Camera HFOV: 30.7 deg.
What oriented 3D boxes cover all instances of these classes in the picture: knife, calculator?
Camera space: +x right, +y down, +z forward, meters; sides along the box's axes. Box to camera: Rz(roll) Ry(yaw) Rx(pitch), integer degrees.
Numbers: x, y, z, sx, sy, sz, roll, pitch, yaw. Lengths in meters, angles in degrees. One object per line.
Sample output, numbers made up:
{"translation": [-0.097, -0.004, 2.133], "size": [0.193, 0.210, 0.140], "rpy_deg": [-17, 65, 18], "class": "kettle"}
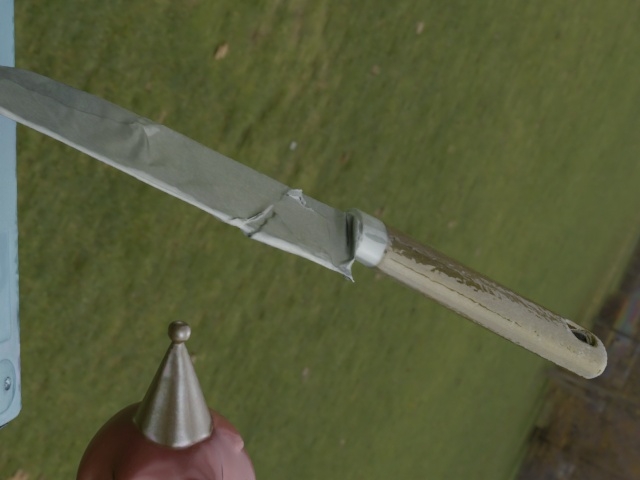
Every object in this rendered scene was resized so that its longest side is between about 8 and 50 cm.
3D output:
{"translation": [0.002, -0.002, 0.418], "size": [0.017, 0.298, 0.047], "rpy_deg": [-46, -147, 30], "class": "knife"}
{"translation": [-0.116, -0.017, 0.394], "size": [0.057, 0.018, 0.172], "rpy_deg": [-59, 151, -82], "class": "calculator"}

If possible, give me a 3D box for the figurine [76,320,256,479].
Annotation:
{"translation": [-0.115, 0.239, 0.946], "size": [0.207, 0.166, 0.386], "rpy_deg": [-125, -141, -72], "class": "figurine"}
